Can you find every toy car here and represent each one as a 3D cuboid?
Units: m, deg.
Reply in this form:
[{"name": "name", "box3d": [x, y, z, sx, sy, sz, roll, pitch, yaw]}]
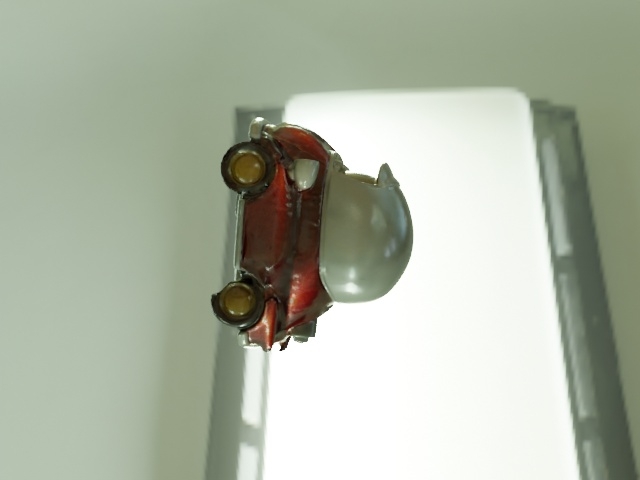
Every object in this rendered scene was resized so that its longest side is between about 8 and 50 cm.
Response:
[{"name": "toy car", "box3d": [0.000, 0.000, 0.960, 0.112, 0.139, 0.112, 6, 178, 8]}]
